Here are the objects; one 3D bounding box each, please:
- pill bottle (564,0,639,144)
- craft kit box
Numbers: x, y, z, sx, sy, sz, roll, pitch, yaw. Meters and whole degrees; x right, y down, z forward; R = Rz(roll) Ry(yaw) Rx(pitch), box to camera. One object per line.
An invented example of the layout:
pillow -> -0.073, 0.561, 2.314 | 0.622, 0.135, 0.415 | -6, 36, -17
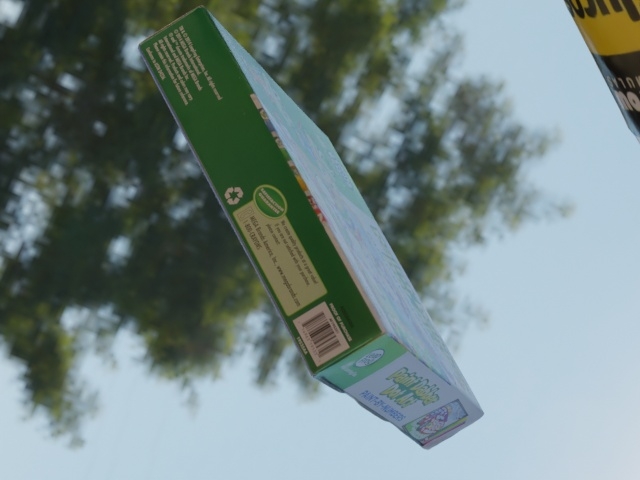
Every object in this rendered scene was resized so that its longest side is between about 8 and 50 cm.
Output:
pill bottle -> 0.193, -0.147, 0.743 | 0.188, 0.334, 0.188 | -29, -169, 6
craft kit box -> 0.000, 0.000, 1.080 | 0.061, 0.246, 0.250 | -31, -113, 5
